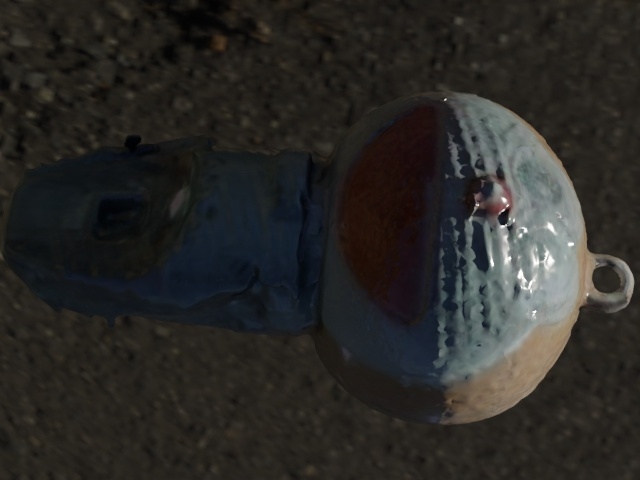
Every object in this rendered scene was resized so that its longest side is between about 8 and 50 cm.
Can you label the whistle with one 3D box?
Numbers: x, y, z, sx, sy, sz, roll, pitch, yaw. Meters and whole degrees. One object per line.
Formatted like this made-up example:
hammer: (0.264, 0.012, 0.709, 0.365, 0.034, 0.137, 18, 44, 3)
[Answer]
whistle: (0.000, 0.000, 1.019, 0.348, 0.189, 0.189, 6, 98, -2)
